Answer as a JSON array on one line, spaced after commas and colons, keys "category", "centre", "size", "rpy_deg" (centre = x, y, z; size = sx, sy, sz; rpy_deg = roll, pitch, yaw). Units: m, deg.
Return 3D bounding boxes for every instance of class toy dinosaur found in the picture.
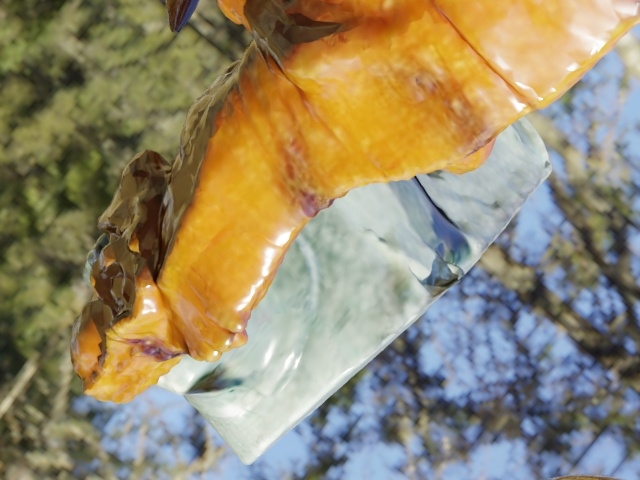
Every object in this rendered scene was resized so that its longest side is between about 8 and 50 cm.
[{"category": "toy dinosaur", "centre": [0.069, -0.113, 0.331], "size": [0.432, 0.097, 0.208], "rpy_deg": [-34, -128, 35]}]

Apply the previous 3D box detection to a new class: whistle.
[{"category": "whistle", "centre": [0.019, -0.019, 1.024], "size": [0.405, 0.168, 0.188], "rpy_deg": [-40, 174, -27]}]

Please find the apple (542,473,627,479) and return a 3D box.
[{"category": "apple", "centre": [0.277, 0.400, 1.585], "size": [0.319, 0.277, 0.319], "rpy_deg": [-19, -151, 11]}]
